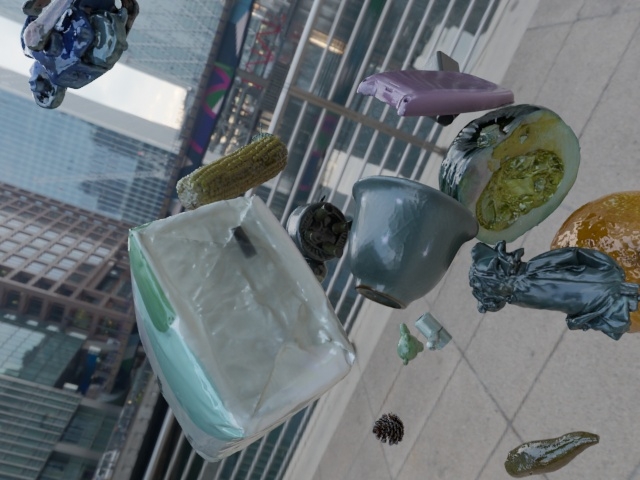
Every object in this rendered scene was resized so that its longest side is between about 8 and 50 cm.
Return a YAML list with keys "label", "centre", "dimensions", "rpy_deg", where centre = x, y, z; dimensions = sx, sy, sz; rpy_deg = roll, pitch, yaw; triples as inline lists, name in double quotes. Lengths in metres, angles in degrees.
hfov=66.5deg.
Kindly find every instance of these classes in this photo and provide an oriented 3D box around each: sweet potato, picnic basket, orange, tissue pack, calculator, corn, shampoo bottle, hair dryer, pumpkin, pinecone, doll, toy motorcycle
- label: "sweet potato"
  centre: [0.520, 0.488, 1.123]
  dimensions: [0.244, 0.077, 0.077]
  rpy_deg: [-48, 24, 39]
- label: "picnic basket"
  centre: [-0.179, -0.327, 1.568]
  dimensions: [0.065, 0.083, 0.083]
  rpy_deg: [37, -136, -69]
- label: "orange"
  centre: [0.726, 0.043, 1.135]
  dimensions: [0.293, 0.340, 0.340]
  rpy_deg: [-41, 2, -20]
- label: "tissue pack"
  centre: [-0.128, 0.139, 0.675]
  dimensions: [0.266, 0.194, 0.356]
  rpy_deg: [57, 151, 17]
- label: "calculator"
  centre: [0.231, -0.287, 0.926]
  dimensions: [0.194, 0.294, 0.043]
  rpy_deg: [46, 140, 47]
- label: "corn"
  centre: [-0.169, -0.144, 1.013]
  dimensions: [0.320, 0.097, 0.097]
  rpy_deg: [-40, -17, -51]
- label: "shampoo bottle"
  centre: [0.308, -0.377, 1.231]
  dimensions: [0.080, 0.079, 0.246]
  rpy_deg: [-46, 26, 43]
- label: "hair dryer"
  centre: [0.246, 0.211, 1.079]
  dimensions: [0.047, 0.082, 0.137]
  rpy_deg: [-46, -8, 16]
- label: "pumpkin"
  centre: [0.393, -0.167, 1.097]
  dimensions: [0.293, 0.263, 0.197]
  rpy_deg: [-36, 30, 2]
- label: "pinecone"
  centre: [0.217, 0.596, 1.547]
  dimensions: [0.102, 0.109, 0.102]
  rpy_deg: [-17, 58, 29]
- label: "doll"
  centre: [0.260, 0.297, 1.430]
  dimensions: [0.150, 0.077, 0.115]
  rpy_deg: [-60, -34, -80]
- label: "toy motorcycle"
  centre: [-0.531, -0.445, 1.060]
  dimensions: [0.319, 0.182, 0.241]
  rpy_deg: [-19, 59, 27]

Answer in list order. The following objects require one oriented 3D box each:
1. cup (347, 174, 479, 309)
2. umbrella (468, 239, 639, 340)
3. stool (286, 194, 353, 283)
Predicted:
- label: "cup"
  centre: [0.112, 0.018, 0.718]
  dimensions: [0.150, 0.199, 0.199]
  rpy_deg: [-66, 10, -15]
- label: "umbrella"
  centre: [0.429, 0.083, 0.856]
  dimensions: [0.348, 0.094, 0.143]
  rpy_deg: [5, 103, 43]
- label: "stool"
  centre: [0.008, 0.000, 1.266]
  dimensions: [0.139, 0.153, 0.228]
  rpy_deg: [1, 104, 62]
